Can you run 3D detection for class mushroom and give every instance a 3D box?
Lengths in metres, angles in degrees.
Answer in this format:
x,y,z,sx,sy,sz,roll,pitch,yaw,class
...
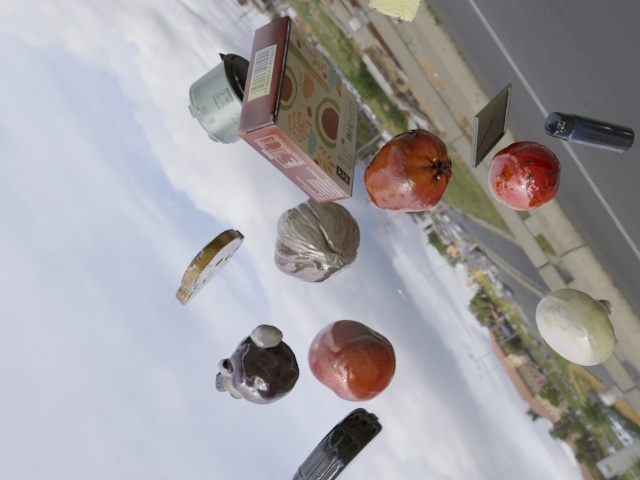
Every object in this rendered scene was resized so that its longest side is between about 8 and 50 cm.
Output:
x,y,z,sx,sy,sz,roll,pitch,yaw,class
0.769,0.247,1.675,0.246,0.202,0.246,59,168,21,mushroom

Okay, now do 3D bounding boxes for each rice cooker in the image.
x,y,z,sx,sy,sz,roll,pitch,yaw,class
-0.262,-0.439,1.750,0.281,0.227,0.241,65,-155,5,rice cooker

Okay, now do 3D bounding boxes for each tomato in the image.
x,y,z,sx,sy,sz,roll,pitch,yaw,class
0.127,0.447,2.189,0.341,0.273,0.341,28,-162,-10,tomato

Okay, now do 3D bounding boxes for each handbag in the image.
x,y,z,sx,sy,sz,roll,pitch,yaw,class
0.042,0.573,1.506,0.093,0.308,0.253,42,-167,19,handbag

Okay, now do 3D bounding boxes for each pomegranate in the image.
x,y,z,sx,sy,sz,roll,pitch,yaw,class
0.597,-0.187,1.680,0.210,0.210,0.235,55,162,3,pomegranate

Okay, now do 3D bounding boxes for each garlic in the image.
x,y,z,sx,sy,sz,roll,pitch,yaw,class
0.000,0.000,1.903,0.317,0.317,0.259,44,-172,-39,garlic

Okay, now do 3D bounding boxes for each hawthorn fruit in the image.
x,y,z,sx,sy,sz,roll,pitch,yaw,class
0.209,-0.165,1.512,0.211,0.299,0.211,18,-120,-35,hawthorn fruit

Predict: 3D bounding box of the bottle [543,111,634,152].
x,y,z,sx,sy,sz,roll,pitch,yaw,class
0.705,-0.287,1.491,0.244,0.072,0.082,7,-158,-19,bottle

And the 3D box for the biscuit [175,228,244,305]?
x,y,z,sx,sy,sz,roll,pitch,yaw,class
-0.363,0.080,1.800,0.057,0.287,0.344,39,-171,2,biscuit

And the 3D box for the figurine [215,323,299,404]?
x,y,z,sx,sy,sz,roll,pitch,yaw,class
-0.199,0.398,1.748,0.218,0.206,0.365,43,155,-9,figurine

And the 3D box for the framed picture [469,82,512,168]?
x,y,z,sx,sy,sz,roll,pitch,yaw,class
0.552,-0.368,1.816,0.023,0.260,0.189,23,139,31,framed picture

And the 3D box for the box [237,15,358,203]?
x,y,z,sx,sy,sz,roll,pitch,yaw,class
-0.043,-0.342,1.548,0.385,0.122,0.345,38,-130,-49,box

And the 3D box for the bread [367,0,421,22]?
x,y,z,sx,sy,sz,roll,pitch,yaw,class
0.167,-0.533,1.254,0.080,0.084,0.109,0,-148,-29,bread
